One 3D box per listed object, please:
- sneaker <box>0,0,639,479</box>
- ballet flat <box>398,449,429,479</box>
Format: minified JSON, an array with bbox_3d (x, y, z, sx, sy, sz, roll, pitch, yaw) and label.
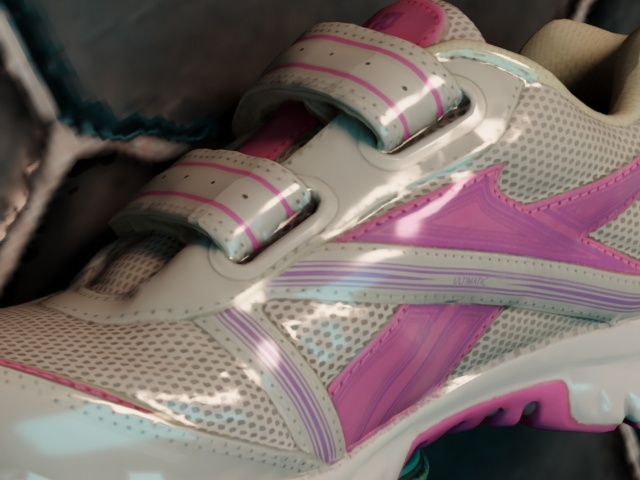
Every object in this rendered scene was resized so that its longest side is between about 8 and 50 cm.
[{"bbox_3d":[0.000,0.000,0.437,0.252,0.103,0.111,-14,106,-38],"label":"sneaker"},{"bbox_3d":[-0.021,0.082,0.476,0.114,0.041,0.041,-15,111,-30],"label":"ballet flat"}]
